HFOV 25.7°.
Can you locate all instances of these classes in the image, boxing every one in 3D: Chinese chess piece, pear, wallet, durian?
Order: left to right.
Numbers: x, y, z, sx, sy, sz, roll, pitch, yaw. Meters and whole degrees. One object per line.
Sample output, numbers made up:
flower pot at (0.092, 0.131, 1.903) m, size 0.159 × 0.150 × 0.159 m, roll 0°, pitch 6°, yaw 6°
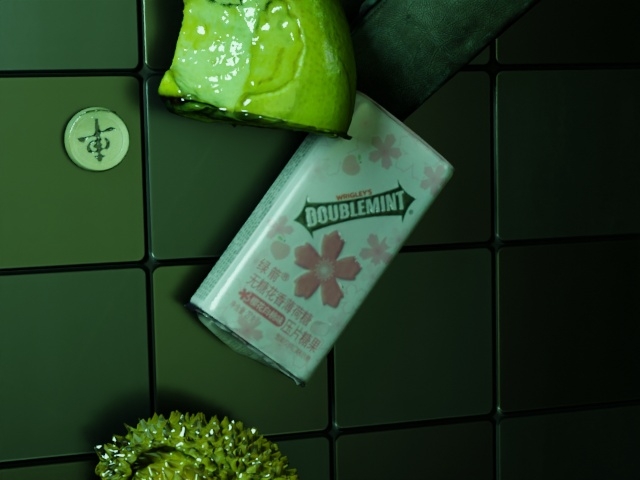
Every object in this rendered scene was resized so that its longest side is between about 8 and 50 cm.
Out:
Chinese chess piece at (-0.284, -0.128, 1.793) m, size 0.084 × 0.034 × 0.084 m, roll -2°, pitch 97°, yaw -18°
durian at (-0.146, 0.343, 1.781) m, size 0.258 × 0.258 × 0.293 m, roll -32°, pitch 70°, yaw -13°
pear at (-0.061, -0.262, 1.749) m, size 0.238 × 0.164 × 0.255 m, roll 12°, pitch 90°, yaw 13°
wallet at (0.149, -0.290, 1.815) m, size 0.172 × 0.045 × 0.318 m, roll 30°, pitch 127°, yaw -26°

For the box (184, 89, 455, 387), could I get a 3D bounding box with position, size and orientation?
box at (0.000, 0.000, 1.862) m, size 0.190 × 0.112 × 0.369 m, roll 36°, pitch 83°, yaw -17°
